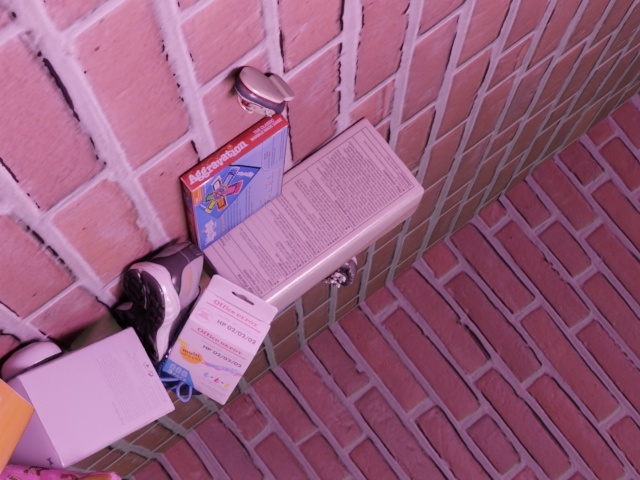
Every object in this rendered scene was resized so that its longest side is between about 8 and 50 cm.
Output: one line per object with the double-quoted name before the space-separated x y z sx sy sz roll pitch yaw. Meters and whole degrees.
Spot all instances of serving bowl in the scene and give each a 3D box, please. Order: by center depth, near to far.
"serving bowl" -0.380 0.153 1.626 0.083 0.027 0.083 -28 177 -2

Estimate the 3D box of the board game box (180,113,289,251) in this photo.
"board game box" -0.109 -0.069 1.603 0.145 0.027 0.281 -37 170 -12

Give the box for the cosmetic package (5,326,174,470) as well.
"cosmetic package" -0.366 0.244 1.696 0.224 0.138 0.224 -30 177 34

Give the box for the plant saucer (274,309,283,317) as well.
"plant saucer" -0.138 0.141 2.411 0.317 0.044 0.317 -36 171 -7

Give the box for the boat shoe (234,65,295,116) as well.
"boat shoe" -0.066 -0.153 1.329 0.043 0.049 0.137 -38 175 14

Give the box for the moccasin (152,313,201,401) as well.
"moccasin" -0.223 0.201 2.140 0.137 0.117 0.342 -42 172 -2

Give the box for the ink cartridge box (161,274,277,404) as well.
"ink cartridge box" -0.140 0.138 1.719 0.181 0.104 0.062 -59 -177 47

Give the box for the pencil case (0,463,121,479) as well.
"pencil case" -0.423 0.359 1.518 0.386 0.160 0.167 0 142 0

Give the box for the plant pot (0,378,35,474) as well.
"plant pot" -0.422 0.219 1.371 0.188 0.205 0.205 -51 173 -14

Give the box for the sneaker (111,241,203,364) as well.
"sneaker" -0.217 0.089 1.740 0.108 0.100 0.271 -39 172 -29

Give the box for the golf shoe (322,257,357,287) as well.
"golf shoe" 0.000 0.000 1.989 0.120 0.105 0.273 -57 -161 -6

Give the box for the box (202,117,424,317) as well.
"box" -0.018 -0.022 1.805 0.311 0.148 0.121 -35 169 -11
